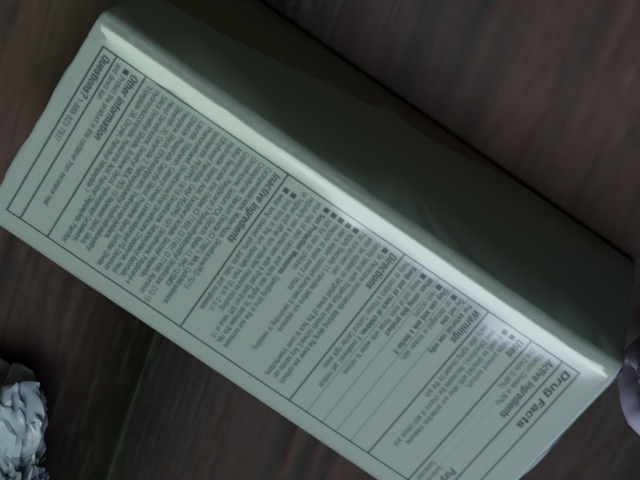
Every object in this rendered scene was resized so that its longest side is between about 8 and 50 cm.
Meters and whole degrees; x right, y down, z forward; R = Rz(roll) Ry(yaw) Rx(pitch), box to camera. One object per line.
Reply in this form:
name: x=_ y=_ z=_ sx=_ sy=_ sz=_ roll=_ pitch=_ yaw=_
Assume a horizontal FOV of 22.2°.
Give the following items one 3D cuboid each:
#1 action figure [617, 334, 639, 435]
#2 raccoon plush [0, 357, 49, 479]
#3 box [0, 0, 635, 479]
action figure: x=0.348 y=0.076 z=0.741 sx=0.370 sy=0.248 sz=0.275 roll=27 pitch=122 yaw=3
raccoon plush: x=-0.162 y=0.329 z=1.051 sx=0.299 sy=0.216 sz=0.446 roll=21 pitch=121 yaw=-5
box: x=0.000 y=0.000 z=0.867 sx=0.311 sy=0.121 sz=0.148 roll=35 pitch=121 yaw=-5
